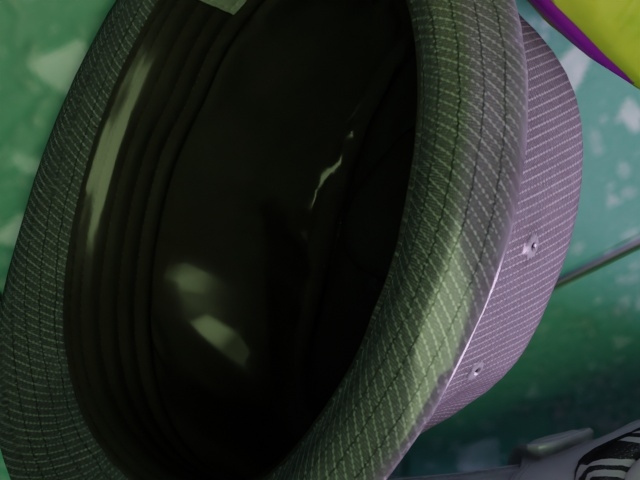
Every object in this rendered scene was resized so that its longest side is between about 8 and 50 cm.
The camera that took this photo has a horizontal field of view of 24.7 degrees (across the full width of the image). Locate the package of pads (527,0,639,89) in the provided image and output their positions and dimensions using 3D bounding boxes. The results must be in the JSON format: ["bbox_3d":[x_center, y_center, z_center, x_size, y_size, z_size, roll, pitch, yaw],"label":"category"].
[{"bbox_3d":[0.145,-0.225,0.517,0.229,0.101,0.296,40,102,-19],"label":"package of pads"}]

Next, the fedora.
[{"bbox_3d":[0.000,0.000,0.545,0.124,0.243,0.275,13,101,-42],"label":"fedora"}]

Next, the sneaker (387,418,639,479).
[{"bbox_3d":[0.058,0.131,0.631,0.365,0.210,0.137,-23,118,-36],"label":"sneaker"}]
